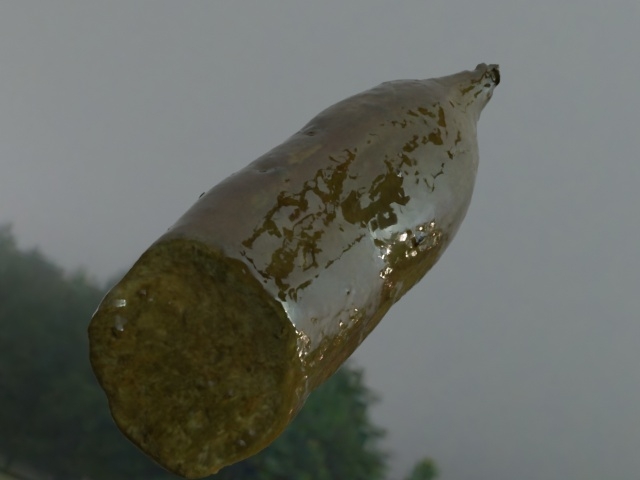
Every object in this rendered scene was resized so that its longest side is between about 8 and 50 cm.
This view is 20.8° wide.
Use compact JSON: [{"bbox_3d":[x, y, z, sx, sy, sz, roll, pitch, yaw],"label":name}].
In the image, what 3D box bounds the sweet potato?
[{"bbox_3d":[0.000,0.000,1.192,0.158,0.369,0.158,30,-38,26],"label":"sweet potato"}]
